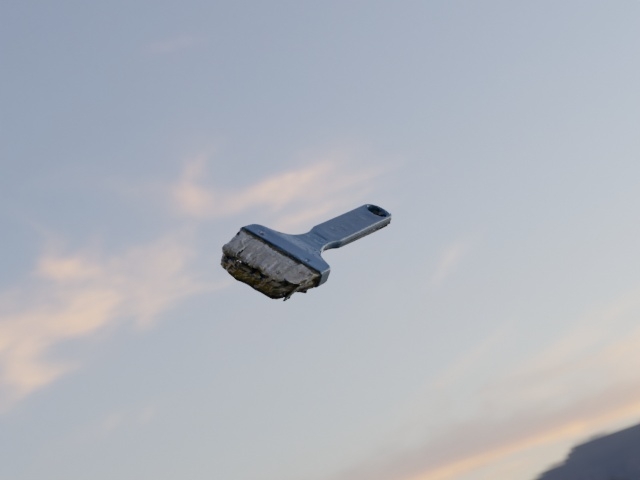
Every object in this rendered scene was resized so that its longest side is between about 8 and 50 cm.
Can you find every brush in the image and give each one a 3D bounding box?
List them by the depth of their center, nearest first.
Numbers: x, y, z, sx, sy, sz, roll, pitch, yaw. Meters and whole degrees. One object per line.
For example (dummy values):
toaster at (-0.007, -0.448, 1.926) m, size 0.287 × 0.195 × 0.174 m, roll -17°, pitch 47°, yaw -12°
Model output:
brush at (0.000, 0.000, 0.761) m, size 0.164 × 0.051 × 0.014 m, roll -23°, pitch -39°, yaw -61°
